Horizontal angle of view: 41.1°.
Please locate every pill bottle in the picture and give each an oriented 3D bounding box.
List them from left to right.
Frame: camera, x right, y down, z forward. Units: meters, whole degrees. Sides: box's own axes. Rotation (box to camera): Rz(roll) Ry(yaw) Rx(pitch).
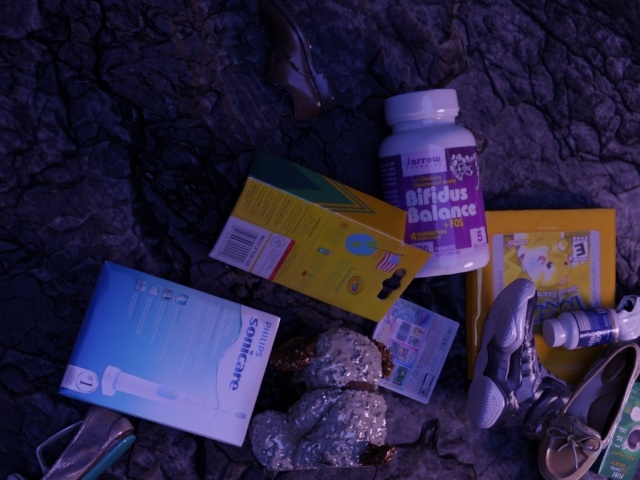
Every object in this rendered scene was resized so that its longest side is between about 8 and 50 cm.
[{"bbox_3d":[0.186,-0.097,1.444,0.169,0.169,0.302,-9,93,-11],"label":"pill bottle"},{"bbox_3d":[0.458,0.156,1.507,0.120,0.067,0.067,-6,92,-11],"label":"pill bottle"}]

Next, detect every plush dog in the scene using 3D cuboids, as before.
[{"bbox_3d":[0.033,0.253,1.387,0.262,0.210,0.226,9,70,-36],"label":"plush dog"}]

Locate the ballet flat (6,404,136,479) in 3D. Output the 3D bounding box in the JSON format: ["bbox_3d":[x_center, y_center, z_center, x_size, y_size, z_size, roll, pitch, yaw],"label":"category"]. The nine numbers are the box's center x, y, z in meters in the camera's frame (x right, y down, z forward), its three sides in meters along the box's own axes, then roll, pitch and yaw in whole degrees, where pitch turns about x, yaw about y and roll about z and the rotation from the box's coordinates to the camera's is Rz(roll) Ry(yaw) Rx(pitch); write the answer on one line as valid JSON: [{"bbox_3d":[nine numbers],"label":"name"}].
[{"bbox_3d":[-0.437,0.391,1.375,0.106,0.107,0.316,41,77,11],"label":"ballet flat"}]

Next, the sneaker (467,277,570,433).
[{"bbox_3d":[0.359,0.204,1.477,0.153,0.101,0.269,14,96,-12],"label":"sneaker"}]

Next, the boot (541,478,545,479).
[{"bbox_3d":[0.375,0.478,1.540,0.165,0.077,0.213,0,91,-9],"label":"boot"}]

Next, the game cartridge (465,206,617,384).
[{"bbox_3d":[0.403,0.103,1.550,0.285,0.052,0.324,-2,91,-11],"label":"game cartridge"}]

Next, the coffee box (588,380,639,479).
[{"bbox_3d":[0.556,0.348,1.570,0.113,0.040,0.184,21,87,-36],"label":"coffee box"}]

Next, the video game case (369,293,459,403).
[{"bbox_3d":[0.155,0.193,1.519,0.143,0.019,0.157,23,87,-10],"label":"video game case"}]

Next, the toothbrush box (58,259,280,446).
[{"bbox_3d":[-0.240,0.184,1.370,0.295,0.126,0.217,18,77,-10],"label":"toothbrush box"}]

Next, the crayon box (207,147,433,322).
[{"bbox_3d":[0.000,0.000,1.395,0.318,0.202,0.081,23,43,-11],"label":"crayon box"}]

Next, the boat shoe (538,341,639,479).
[{"bbox_3d":[0.469,0.299,1.494,0.104,0.089,0.285,28,85,18],"label":"boat shoe"}]

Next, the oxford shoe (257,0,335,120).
[{"bbox_3d":[-0.061,-0.308,1.436,0.096,0.083,0.227,-24,94,-6],"label":"oxford shoe"}]

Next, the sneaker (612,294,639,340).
[{"bbox_3d":[0.585,0.122,1.562,0.152,0.053,0.061,-32,108,-36],"label":"sneaker"}]
